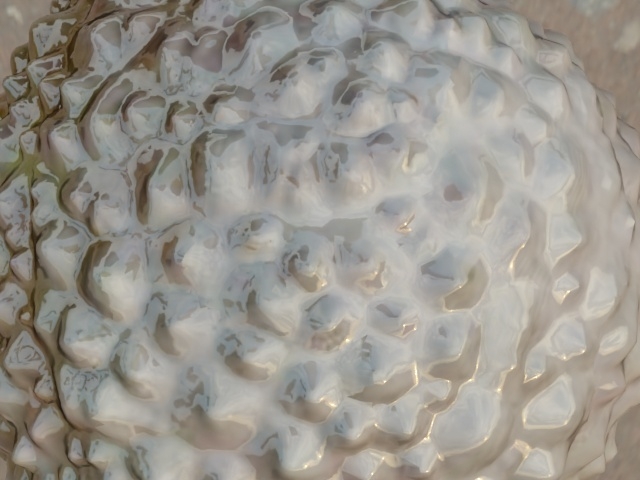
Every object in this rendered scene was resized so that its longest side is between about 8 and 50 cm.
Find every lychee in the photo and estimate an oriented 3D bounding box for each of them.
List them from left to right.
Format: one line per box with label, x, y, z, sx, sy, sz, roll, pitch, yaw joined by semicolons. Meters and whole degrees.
lychee;0.000;0.000;0.441;0.165;0.165;0.197;16;72;5
